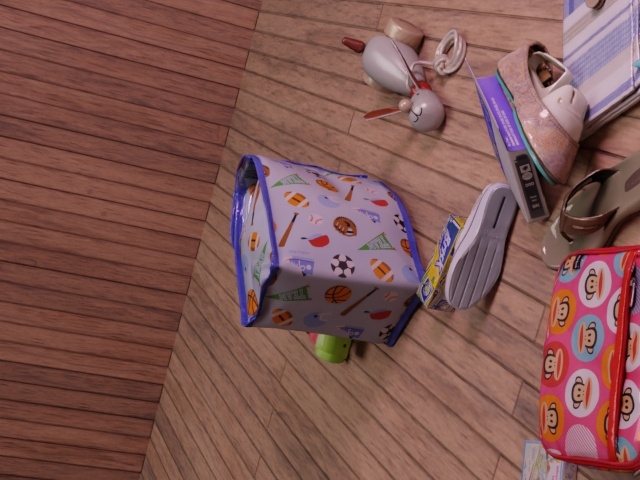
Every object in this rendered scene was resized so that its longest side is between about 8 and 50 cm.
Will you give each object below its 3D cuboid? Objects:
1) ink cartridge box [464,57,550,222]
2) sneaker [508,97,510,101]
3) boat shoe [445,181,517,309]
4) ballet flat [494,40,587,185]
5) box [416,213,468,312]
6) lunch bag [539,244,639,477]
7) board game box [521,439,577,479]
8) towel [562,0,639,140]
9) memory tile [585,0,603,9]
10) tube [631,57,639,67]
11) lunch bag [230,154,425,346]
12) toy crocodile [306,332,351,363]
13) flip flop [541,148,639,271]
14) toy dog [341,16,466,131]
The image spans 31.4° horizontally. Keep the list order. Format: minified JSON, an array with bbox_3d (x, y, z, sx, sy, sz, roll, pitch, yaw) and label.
[{"bbox_3d":[0.298,-0.166,1.818,0.206,0.045,0.208,-103,-10,-48],"label":"ink cartridge box"},{"bbox_3d":[0.345,-0.250,1.938,0.083,0.032,0.037,-153,62,-73],"label":"sneaker"},{"bbox_3d":[0.273,0.009,1.931,0.226,0.083,0.076,-65,11,4],"label":"boat shoe"},{"bbox_3d":[0.345,-0.212,1.736,0.106,0.107,0.316,-37,37,21],"label":"ballet flat"},{"bbox_3d":[0.232,0.041,2.017,0.054,0.059,0.169,-122,48,-58],"label":"box"},{"bbox_3d":[0.404,0.154,1.466,0.258,0.120,0.293,-8,73,63],"label":"lunch bag"},{"bbox_3d":[0.328,0.369,1.650,0.103,0.026,0.154,162,118,-66],"label":"board game box"},{"bbox_3d":[0.435,-0.307,1.733,0.209,0.034,0.285,138,140,-60],"label":"towel"},{"bbox_3d":[0.424,-0.438,1.749,0.113,0.012,0.148,120,147,-44],"label":"memory tile"},{"bbox_3d":[0.497,-0.238,1.511,0.080,0.052,0.207,-35,26,-2],"label":"tube"},{"bbox_3d":[0.000,0.000,2.262,0.385,0.327,0.239,-101,29,-42],"label":"lunch bag"},{"bbox_3d":[0.001,0.166,2.468,0.340,0.105,0.115,-123,49,-62],"label":"toy crocodile"},{"bbox_3d":[0.396,-0.052,1.628,0.277,0.080,0.112,132,144,-52],"label":"flip flop"},{"bbox_3d":[0.141,-0.346,2.309,0.333,0.161,0.220,-142,66,-67],"label":"toy dog"}]
